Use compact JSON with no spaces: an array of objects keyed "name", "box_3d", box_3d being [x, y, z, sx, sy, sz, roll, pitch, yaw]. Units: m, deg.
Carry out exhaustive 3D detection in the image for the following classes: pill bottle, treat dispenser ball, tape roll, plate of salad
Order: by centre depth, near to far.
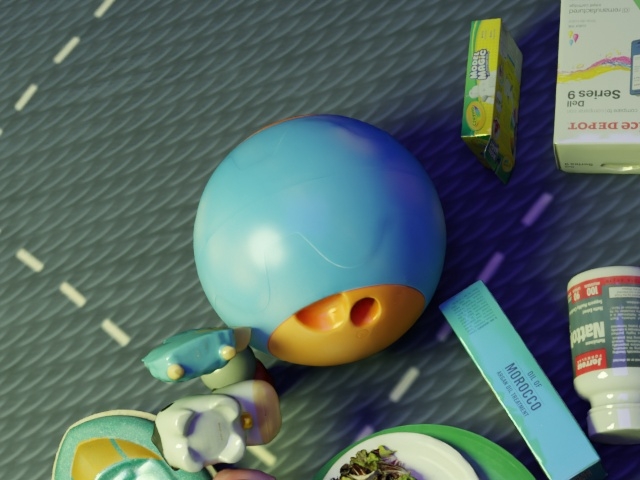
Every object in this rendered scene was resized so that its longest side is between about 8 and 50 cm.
[{"name":"plate of salad","box_3d":[0.080,0.300,1.396,0.199,0.048,0.200,-8,66,17]},{"name":"tape roll","box_3d":[0.114,0.364,1.426,0.321,0.077,0.321,-8,65,17]},{"name":"pill bottle","box_3d":[0.331,0.128,1.443,0.108,0.108,0.180,-6,68,15]},{"name":"treat dispenser ball","box_3d":[0.000,0.000,1.493,0.288,0.288,0.288,-6,68,15]}]

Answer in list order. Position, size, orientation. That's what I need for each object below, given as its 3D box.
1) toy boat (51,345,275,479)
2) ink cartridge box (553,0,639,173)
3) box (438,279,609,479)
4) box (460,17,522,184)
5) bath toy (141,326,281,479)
[{"name":"toy boat","box_3d":[-0.177,0.253,1.526,0.267,0.148,0.318,37,84,25]},{"name":"ink cartridge box","box_3d":[0.364,-0.192,1.568,0.154,0.093,0.212,2,72,17]},{"name":"box","box_3d":[0.227,0.168,1.465,0.060,0.100,0.244,-33,64,4]},{"name":"box","box_3d":[0.210,-0.166,1.595,0.043,0.105,0.179,-3,69,24]},{"name":"bath toy","box_3d":[-0.103,0.269,1.400,0.151,0.129,0.348,-9,91,-28]}]
